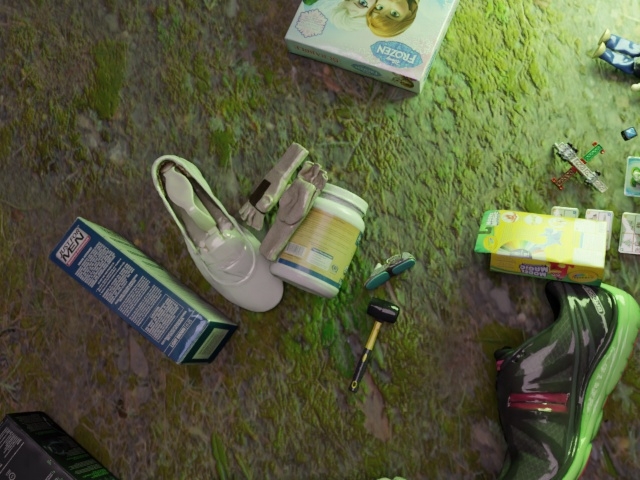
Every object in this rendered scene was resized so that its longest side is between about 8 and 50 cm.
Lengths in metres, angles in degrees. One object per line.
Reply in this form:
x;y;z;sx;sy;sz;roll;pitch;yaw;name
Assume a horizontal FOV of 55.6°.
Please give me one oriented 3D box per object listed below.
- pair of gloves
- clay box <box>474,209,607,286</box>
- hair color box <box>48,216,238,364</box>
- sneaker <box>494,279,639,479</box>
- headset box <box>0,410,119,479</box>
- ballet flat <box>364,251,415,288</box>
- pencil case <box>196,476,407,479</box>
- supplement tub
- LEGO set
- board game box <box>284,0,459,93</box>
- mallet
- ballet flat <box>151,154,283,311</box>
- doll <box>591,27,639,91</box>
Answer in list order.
-0.079;-0.086;1.198;0.204;0.042;0.240;-54;30;12;pair of gloves
0.408;0.009;1.132;0.222;0.053;0.127;8;45;22;clay box
-0.348;0.104;1.211;0.347;0.174;0.105;35;86;15;hair color box
0.384;0.284;1.068;0.202;0.185;0.482;24;73;22;sneaker
-0.550;0.517;1.173;0.283;0.131;0.246;34;84;14;headset box
0.135;0.058;1.218;0.114;0.041;0.041;-29;75;2;ballet flat
-0.040;0.515;1.077;0.411;0.160;0.183;-7;91;8;pencil case
0.000;0.000;1.193;0.144;0.144;0.199;22;82;13;supplement tub
0.546;-0.102;1.189;0.183;0.060;0.244;5;90;10;LEGO set
0.129;-0.517;1.329;0.319;0.066;0.318;21;82;13;board game box
0.088;0.202;1.193;0.062;0.039;0.189;28;87;14;mallet
-0.228;-0.019;1.242;0.139;0.139;0.400;-38;75;-1;ballet flat
0.647;-0.354;1.219;0.189;0.046;0.129;24;73;7;doll
